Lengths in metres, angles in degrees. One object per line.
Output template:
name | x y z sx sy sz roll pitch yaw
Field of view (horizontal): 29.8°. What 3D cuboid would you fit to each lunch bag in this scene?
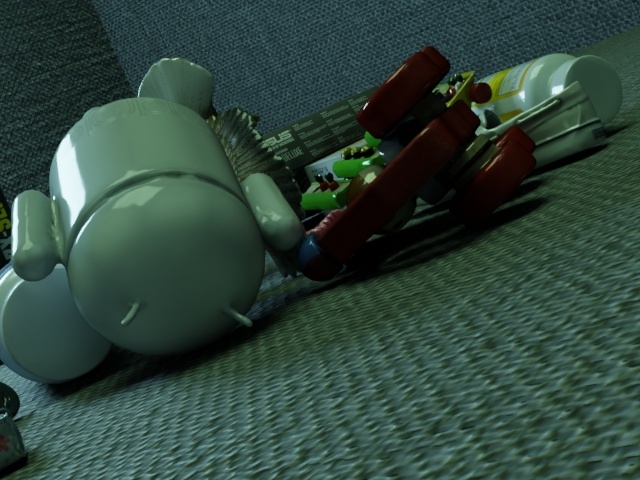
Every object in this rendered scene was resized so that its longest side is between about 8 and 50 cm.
lunch bag | -0.302 0.184 1.069 0.071 0.053 0.083 -24 -2 -13

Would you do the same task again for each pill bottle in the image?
pill bottle | 0.282 -0.172 1.528 0.117 0.118 0.208 -27 7 -25
pill bottle | -0.320 0.090 1.427 0.153 0.153 0.264 -26 8 -15

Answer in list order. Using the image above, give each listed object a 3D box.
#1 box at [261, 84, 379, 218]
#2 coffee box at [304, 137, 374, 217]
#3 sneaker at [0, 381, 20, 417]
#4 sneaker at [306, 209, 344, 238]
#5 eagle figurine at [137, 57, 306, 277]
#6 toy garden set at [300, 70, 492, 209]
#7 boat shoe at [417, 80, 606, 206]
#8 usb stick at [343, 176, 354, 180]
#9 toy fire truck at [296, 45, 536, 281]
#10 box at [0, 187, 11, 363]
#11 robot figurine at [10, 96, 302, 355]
box | -0.042 -0.102 1.906 0.307 0.076 0.242 -27 -17 -24
coffee box | 0.120 -0.122 1.774 0.246 0.098 0.141 -27 7 -21
sneaker | -0.424 0.203 1.273 0.209 0.069 0.082 -14 -38 -33
sneaker | 0.000 0.000 1.512 0.119 0.047 0.057 -29 -3 -45
eagle figurine | -0.136 -0.064 1.497 0.225 0.226 0.298 14 34 -13
toy garden set | 0.093 -0.138 1.564 0.244 0.049 0.204 -44 19 -20
boat shoe | 0.203 -0.113 1.439 0.267 0.088 0.096 -20 3 35
usb stick | 0.159 -0.109 1.667 0.278 0.077 0.045 -26 -22 -15
toy fire truck | 0.085 -0.059 1.293 0.254 0.169 0.302 -47 0 15
box | -0.563 0.043 1.906 0.257 0.322 0.079 -17 8 40
robot figurine | -0.175 -0.017 1.266 0.300 0.200 0.353 -10 36 -14
